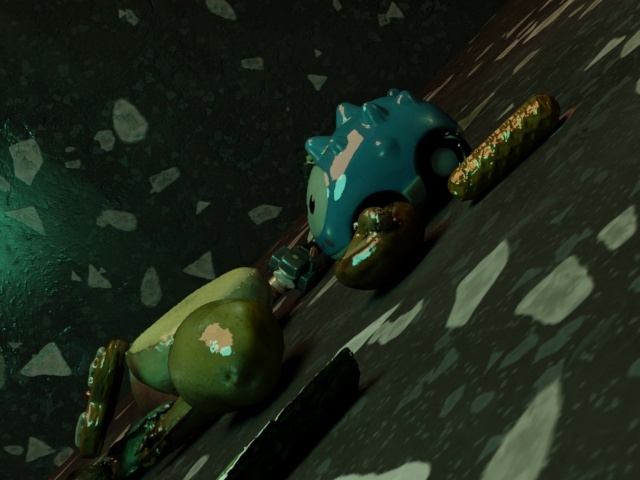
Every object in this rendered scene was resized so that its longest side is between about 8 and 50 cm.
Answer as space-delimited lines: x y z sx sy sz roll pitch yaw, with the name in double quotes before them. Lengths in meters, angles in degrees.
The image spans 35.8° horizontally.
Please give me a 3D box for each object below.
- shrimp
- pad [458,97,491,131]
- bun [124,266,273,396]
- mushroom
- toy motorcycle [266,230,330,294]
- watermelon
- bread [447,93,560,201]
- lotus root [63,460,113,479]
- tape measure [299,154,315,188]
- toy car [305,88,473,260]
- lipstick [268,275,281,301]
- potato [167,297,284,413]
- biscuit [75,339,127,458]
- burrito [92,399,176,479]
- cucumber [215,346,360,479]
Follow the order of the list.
"shrimp" -0.167 0.229 1.431 0.267 0.061 0.145 -48 -4 1
"pad" 0.203 -0.153 1.767 0.265 0.009 0.159 -50 7 -36
"bun" -0.184 0.161 1.638 0.287 0.146 0.287 -33 10 7
"mushroom" 0.066 0.004 1.162 0.127 0.087 0.127 -41 7 6
"toy motorcycle" 0.000 0.000 1.738 0.221 0.102 0.150 -45 -17 -32
"watermelon" -0.233 0.261 1.817 0.207 0.136 0.202 -17 27 -37
"bread" 0.207 -0.104 1.119 0.157 0.044 0.052 -44 2 17
"lotus root" -0.370 0.408 1.493 0.089 0.080 0.179 -41 14 47
"tape measure" 0.097 -0.133 1.703 0.175 0.106 0.200 -7 5 45
"toy car" 0.073 -0.095 1.340 0.255 0.190 0.188 -48 6 -6
"lipstick" -0.083 0.086 1.999 0.131 0.038 0.038 -46 5 -7
"potato" -0.111 0.150 1.235 0.157 0.157 0.194 -46 18 -8
"biscuit" -0.361 0.259 1.628 0.301 0.049 0.197 155 130 -83
"burrito" -0.301 0.341 1.585 0.309 0.066 0.096 -41 2 38
"cucumber" -0.045 0.185 0.872 0.220 0.046 0.070 -45 3 -10
